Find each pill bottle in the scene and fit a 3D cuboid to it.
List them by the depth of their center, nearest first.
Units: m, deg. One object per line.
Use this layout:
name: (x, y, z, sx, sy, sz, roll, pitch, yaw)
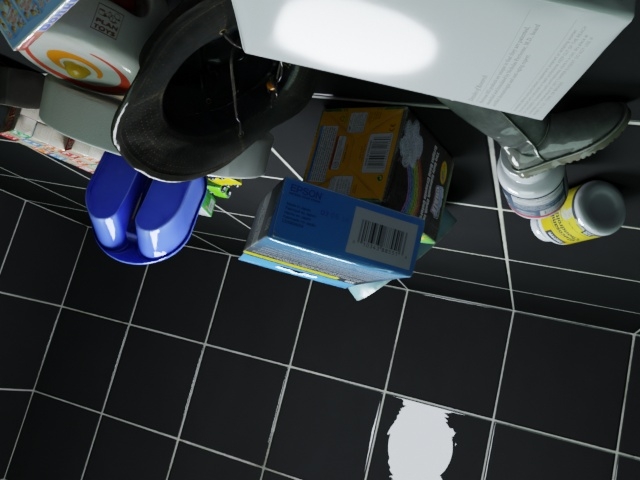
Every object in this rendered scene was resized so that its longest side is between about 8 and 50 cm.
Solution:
pill bottle: (0.352, -0.111, 1.004, 0.108, 0.107, 0.180, 9, 167, 26)
pill bottle: (0.487, -0.047, 1.163, 0.103, 0.103, 0.184, 16, 168, -8)

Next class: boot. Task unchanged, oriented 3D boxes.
boot: (0.285, -0.187, 0.817, 0.190, 0.076, 0.208, -30, 121, 31)
boot: (-0.723, -0.335, 1.226, 0.305, 0.112, 0.115, 12, -175, -45)

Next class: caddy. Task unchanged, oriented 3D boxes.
caddy: (-0.413, -0.109, 1.459, 0.241, 0.341, 0.179, 15, 152, 0)

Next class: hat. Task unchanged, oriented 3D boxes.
hat: (-0.144, -0.236, 0.793, 0.134, 0.331, 0.331, 52, 180, 18)

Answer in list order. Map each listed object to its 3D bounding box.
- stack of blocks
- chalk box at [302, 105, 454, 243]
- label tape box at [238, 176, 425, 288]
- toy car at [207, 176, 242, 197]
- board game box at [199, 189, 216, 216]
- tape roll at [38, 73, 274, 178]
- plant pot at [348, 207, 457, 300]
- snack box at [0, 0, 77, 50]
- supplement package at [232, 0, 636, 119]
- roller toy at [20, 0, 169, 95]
stack of blocks: (-0.651, -0.262, 1.579, 0.171, 0.087, 0.297, 2, 164, 46)
chalk box: (0.126, -0.105, 1.134, 0.179, 0.180, 0.289, 7, 166, 35)
label tape box: (0.000, 0.000, 1.077, 0.241, 0.105, 0.334, 17, 169, -13)
toy car: (-0.303, -0.174, 1.671, 0.239, 0.053, 0.225, 13, 169, 12)
board game box: (-0.519, -0.168, 1.943, 0.317, 0.064, 0.242, 13, 169, 5)
tape roll: (-0.272, -0.199, 1.041, 0.392, 0.072, 0.392, 17, -165, -5)
plant pot: (0.133, -0.029, 1.377, 0.195, 0.290, 0.290, 50, 167, 0)
snack box: (-0.320, -0.297, 0.706, 0.178, 0.064, 0.022, -26, -171, 27)
supplement package: (0.086, -0.242, 0.502, 0.293, 0.177, 0.175, 13, 169, 3)
roller toy: (-0.319, -0.294, 0.838, 0.191, 0.146, 0.209, 12, 169, 9)
